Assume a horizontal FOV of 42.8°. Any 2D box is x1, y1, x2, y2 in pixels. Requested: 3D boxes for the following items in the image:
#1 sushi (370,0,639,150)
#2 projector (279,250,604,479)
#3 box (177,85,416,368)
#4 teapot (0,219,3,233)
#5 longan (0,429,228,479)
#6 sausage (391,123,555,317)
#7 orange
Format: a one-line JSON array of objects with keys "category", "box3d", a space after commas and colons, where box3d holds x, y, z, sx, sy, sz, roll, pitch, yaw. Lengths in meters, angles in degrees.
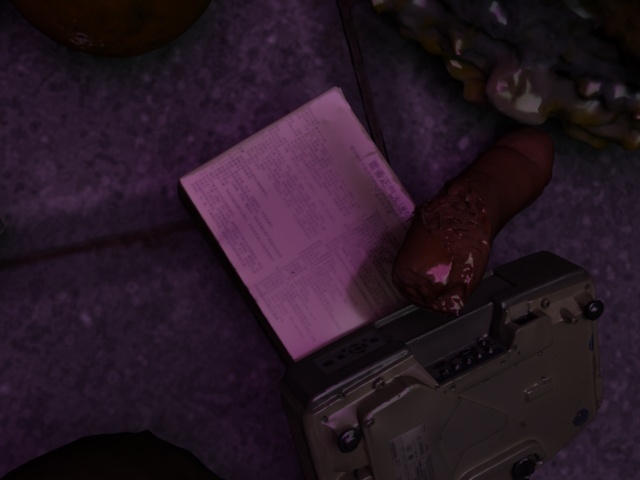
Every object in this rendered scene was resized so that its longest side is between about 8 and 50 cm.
[{"category": "sushi", "box3d": [0.246, -0.263, 0.673, 0.396, 0.351, 0.240, 27, 58, 2]}, {"category": "projector", "box3d": [0.114, 0.141, 0.670, 0.269, 0.088, 0.193, -23, 118, -18]}, {"category": "box", "box3d": [0.000, 0.000, 0.717, 0.168, 0.095, 0.212, -32, 87, -10]}, {"category": "teapot", "box3d": [-0.364, -0.014, 0.666, 0.178, 0.221, 0.163, -43, 127, -21]}, {"category": "longan", "box3d": [-0.117, 0.290, 0.551, 0.319, 0.319, 0.319, 1, 80, -7]}, {"category": "sausage", "box3d": [0.135, -0.029, 0.686, 0.078, 0.078, 0.304, 46, 35, 2]}, {"category": "orange", "box3d": [-0.167, -0.274, 0.680, 0.171, 0.240, 0.240, 13, 76, 33]}]
